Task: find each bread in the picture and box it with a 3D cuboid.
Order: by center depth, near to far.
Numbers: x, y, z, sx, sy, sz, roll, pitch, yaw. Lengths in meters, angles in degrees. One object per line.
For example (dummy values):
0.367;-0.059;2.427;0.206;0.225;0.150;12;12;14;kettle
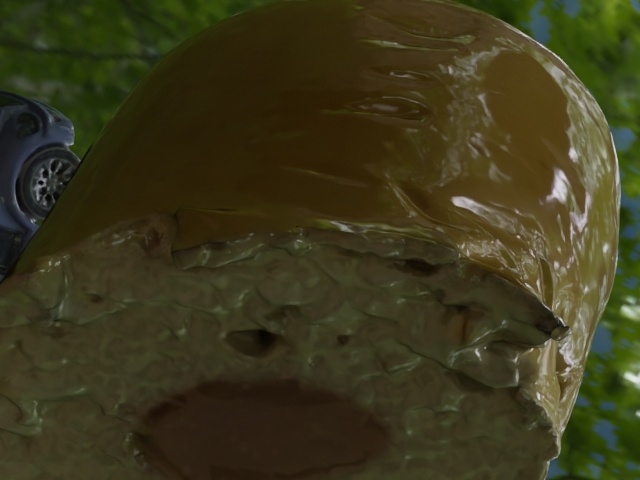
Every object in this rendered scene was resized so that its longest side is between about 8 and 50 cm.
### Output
-0.001;-0.001;0.447;0.134;0.173;0.085;-5;-65;12;bread

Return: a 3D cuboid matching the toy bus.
-0.156;0.018;0.758;0.073;0.076;0.167;19;-91;53;toy bus
